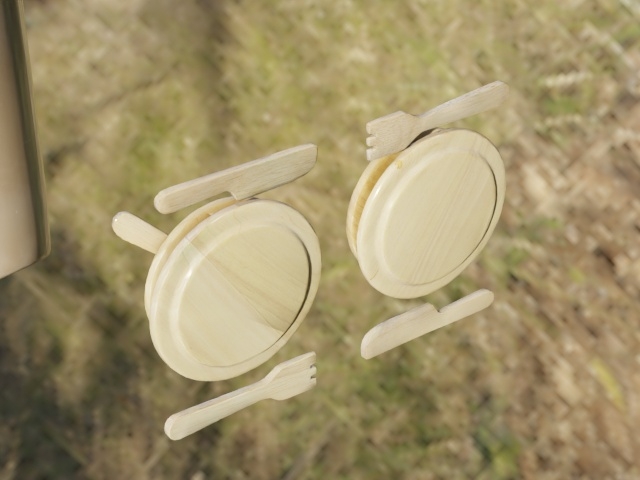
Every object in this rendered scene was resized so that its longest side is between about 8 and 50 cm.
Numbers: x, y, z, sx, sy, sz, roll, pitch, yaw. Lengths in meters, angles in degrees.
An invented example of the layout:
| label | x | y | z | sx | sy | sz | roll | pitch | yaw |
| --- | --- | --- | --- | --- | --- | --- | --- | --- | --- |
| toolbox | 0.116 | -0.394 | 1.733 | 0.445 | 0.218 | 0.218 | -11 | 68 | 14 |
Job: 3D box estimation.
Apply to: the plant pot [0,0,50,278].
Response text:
| label | x | y | z | sx | sy | sz | roll | pitch | yaw |
| --- | --- | --- | --- | --- | --- | --- | --- | --- | --- |
| plant pot | -0.333 | -0.085 | 1.339 | 0.323 | 0.280 | 0.323 | -22 | 5 | 2 |

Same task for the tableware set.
| label | x | y | z | sx | sy | sz | roll | pitch | yaw |
| --- | --- | --- | --- | --- | --- | --- | --- | --- | --- |
| tableware set | 0.000 | 0.000 | 0.821 | 0.194 | 0.128 | 0.039 | -20 | 38 | -30 |
